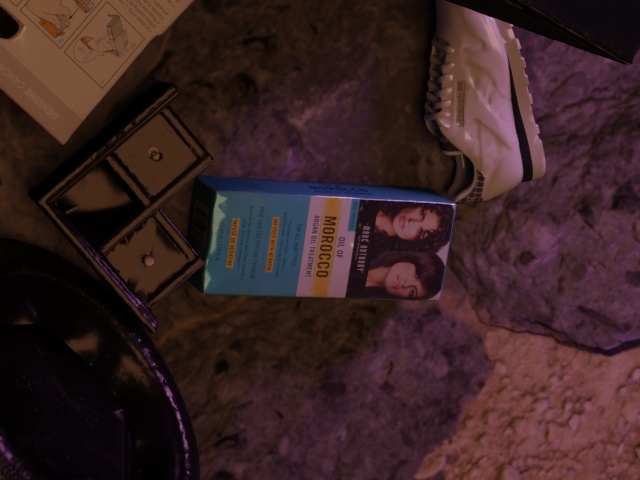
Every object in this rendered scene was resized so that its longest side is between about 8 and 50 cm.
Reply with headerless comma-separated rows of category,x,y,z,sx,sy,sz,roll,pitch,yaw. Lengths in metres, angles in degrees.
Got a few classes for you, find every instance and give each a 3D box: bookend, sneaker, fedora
bookend,-0.145,-0.030,1.650,0.156,0.072,0.157,-41,105,-7
sneaker,0.138,-0.145,1.754,0.095,0.090,0.235,-21,112,-7
fedora,-0.255,0.163,1.611,0.152,0.334,0.334,-28,120,25

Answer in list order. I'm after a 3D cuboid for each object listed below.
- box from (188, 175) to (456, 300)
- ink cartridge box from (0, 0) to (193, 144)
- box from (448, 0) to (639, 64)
box,0.000,0.000,1.747,0.244,0.060,0.100,2,105,-24
ink cartridge box,-0.228,-0.268,1.534,0.261,0.066,0.296,-48,128,-4
box,0.144,-0.346,1.516,0.212,0.395,0.293,25,94,-27
